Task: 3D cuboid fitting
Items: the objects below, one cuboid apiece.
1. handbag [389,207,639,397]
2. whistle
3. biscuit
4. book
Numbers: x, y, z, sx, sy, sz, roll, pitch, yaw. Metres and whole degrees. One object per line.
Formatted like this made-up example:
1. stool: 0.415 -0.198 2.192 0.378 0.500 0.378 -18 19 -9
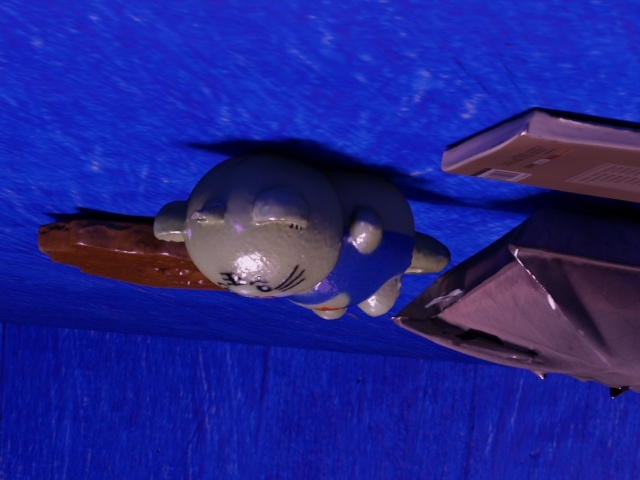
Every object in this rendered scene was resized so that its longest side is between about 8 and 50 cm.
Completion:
1. handbag: 0.193 0.043 1.178 0.270 0.117 0.182 7 158 -25
2. whistle: 0.000 0.000 1.112 0.105 0.085 0.227 -6 168 37
3. biscuit: -0.135 0.007 1.510 0.182 0.034 0.215 2 170 27
4. book: 0.173 -0.035 0.958 0.198 0.016 0.138 8 173 -13
